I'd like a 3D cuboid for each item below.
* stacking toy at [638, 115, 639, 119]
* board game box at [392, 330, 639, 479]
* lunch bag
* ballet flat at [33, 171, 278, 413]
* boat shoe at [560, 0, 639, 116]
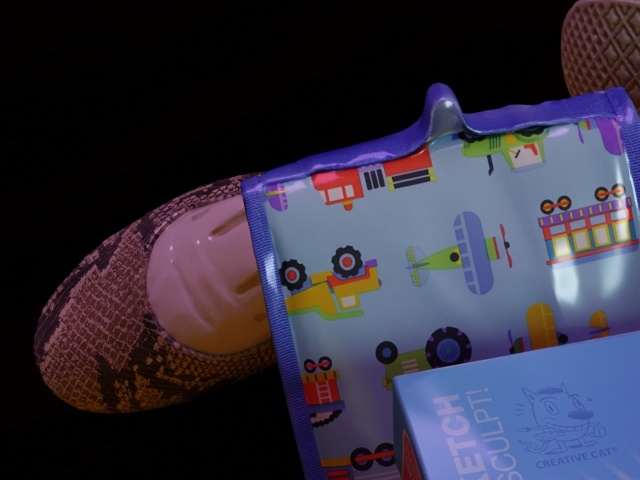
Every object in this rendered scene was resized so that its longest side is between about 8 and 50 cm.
[{"bbox_3d":[0.329,-0.019,1.061,0.221,0.167,0.052,-1,21,32],"label":"stacking toy"},{"bbox_3d":[0.181,0.167,0.591,0.242,0.064,0.317,-10,42,-7],"label":"board game box"},{"bbox_3d":[0.087,0.057,0.809,0.220,0.293,0.138,-12,20,0],"label":"lunch bag"},{"bbox_3d":[0.000,0.000,1.178,0.482,0.164,0.182,-19,-7,-24],"label":"ballet flat"},{"bbox_3d":[0.425,-0.136,1.320,0.156,0.187,0.500,-19,25,-33],"label":"boat shoe"}]
